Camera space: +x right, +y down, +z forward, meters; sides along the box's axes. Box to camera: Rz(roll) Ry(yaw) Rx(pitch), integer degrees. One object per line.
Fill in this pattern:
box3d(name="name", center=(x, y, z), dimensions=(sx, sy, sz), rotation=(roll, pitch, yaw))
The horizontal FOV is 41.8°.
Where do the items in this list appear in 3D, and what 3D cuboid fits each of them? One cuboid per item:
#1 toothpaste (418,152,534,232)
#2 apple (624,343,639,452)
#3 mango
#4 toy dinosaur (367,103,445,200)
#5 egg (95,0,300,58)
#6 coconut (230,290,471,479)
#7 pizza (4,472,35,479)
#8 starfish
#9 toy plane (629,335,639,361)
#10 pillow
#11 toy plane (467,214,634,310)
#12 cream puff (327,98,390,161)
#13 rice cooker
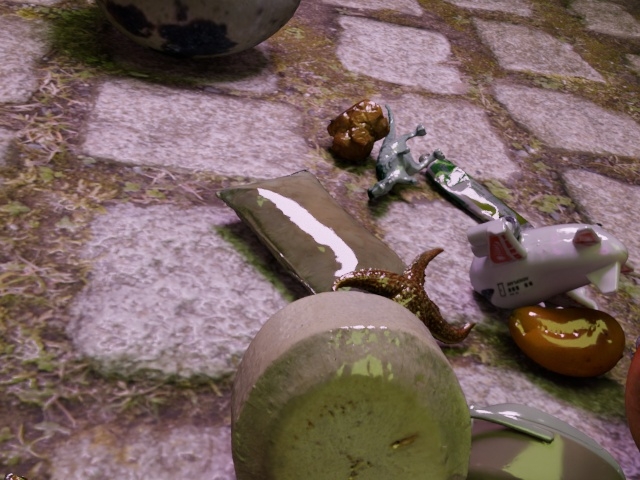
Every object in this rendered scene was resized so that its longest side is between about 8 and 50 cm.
box3d(name="toothpaste", center=(0.267, -0.080, 1.490), dimensions=(0.078, 0.047, 0.248), rotation=(-23, 53, -38))
box3d(name="apple", center=(0.523, 0.197, 0.975), dimensions=(0.277, 0.319, 0.319), rotation=(-19, 46, -18))
box3d(name="mango", center=(0.343, 0.144, 1.174), dimensions=(0.159, 0.084, 0.105), rotation=(3, 49, 10))
box3d(name="toy dinosaur", center=(0.164, -0.172, 1.532), dimensions=(0.129, 0.076, 0.383), rotation=(-11, 24, 18))
box3d(name="egg", center=(-0.240, -0.528, 1.638), dimensions=(0.428, 0.345, 0.345), rotation=(3, 36, -26))
box3d(name="coconut", center=(0.027, 0.174, 0.851), dimensions=(0.237, 0.237, 0.266), rotation=(10, 8, -10))
box3d(name="pizza", center=(-0.256, 0.285, 0.749), dimensions=(0.176, 0.036, 0.184), rotation=(36, 40, 28))
box3d(name="starfish", center=(0.119, 0.082, 1.133), dimensions=(0.213, 0.057, 0.238), rotation=(36, 56, -14))
box3d(name="toy plane", center=(0.478, 0.176, 1.213), dimensions=(0.031, 0.049, 0.121), rotation=(10, 52, -9))
box3d(name="pillow", center=(0.000, 0.000, 1.225), dimensions=(0.185, 0.075, 0.302), rotation=(-16, 49, -38))
box3d(name="toy plane", center=(0.322, 0.039, 1.205), dimensions=(0.252, 0.252, 0.118), rotation=(17, 63, 0))
box3d(name="cream puff", center=(0.070, -0.198, 1.520), dimensions=(0.094, 0.116, 0.122), rotation=(58, 33, -3))
box3d(name="rice cooker", center=(0.221, 0.260, 0.898), dimensions=(0.206, 0.145, 0.127), rotation=(19, 44, 7))
